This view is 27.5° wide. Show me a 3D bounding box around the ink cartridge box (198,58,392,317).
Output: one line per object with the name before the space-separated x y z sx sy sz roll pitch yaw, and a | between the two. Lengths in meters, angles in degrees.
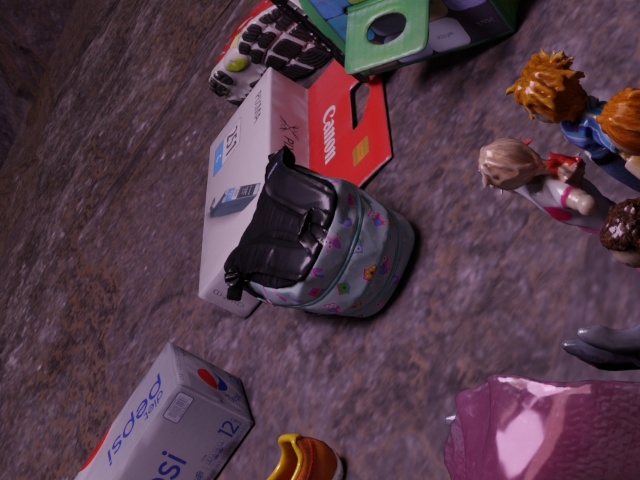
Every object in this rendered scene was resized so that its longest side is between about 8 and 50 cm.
ink cartridge box | -0.034 -0.100 1.442 0.261 0.066 0.296 -49 25 29

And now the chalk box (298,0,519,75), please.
chalk box | 0.077 -0.284 1.220 0.180 0.179 0.289 -12 48 35

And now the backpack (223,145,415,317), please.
backpack | 0.000 0.000 1.182 0.182 0.115 0.152 12 85 66

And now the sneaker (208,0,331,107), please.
sneaker | -0.056 -0.265 1.626 0.279 0.107 0.118 -25 45 54

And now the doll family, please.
doll family | 0.189 -0.044 0.761 0.118 0.163 0.263 -58 22 4

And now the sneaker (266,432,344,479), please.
sneaker | -0.044 0.237 1.048 0.064 0.067 0.175 -7 57 61

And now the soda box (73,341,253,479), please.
soda box | -0.186 0.249 1.304 0.286 0.091 0.098 -55 22 12

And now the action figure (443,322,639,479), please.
action figure | 0.130 0.244 0.602 0.275 0.248 0.370 -4 63 13

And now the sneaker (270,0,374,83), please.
sneaker | 0.008 -0.295 1.438 0.124 0.107 0.283 -43 62 -1
